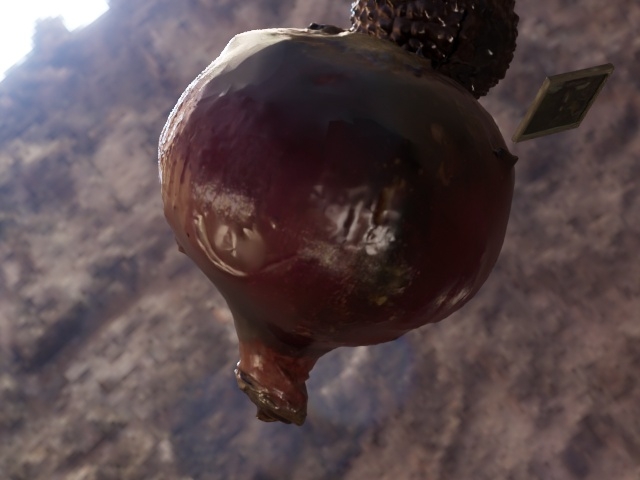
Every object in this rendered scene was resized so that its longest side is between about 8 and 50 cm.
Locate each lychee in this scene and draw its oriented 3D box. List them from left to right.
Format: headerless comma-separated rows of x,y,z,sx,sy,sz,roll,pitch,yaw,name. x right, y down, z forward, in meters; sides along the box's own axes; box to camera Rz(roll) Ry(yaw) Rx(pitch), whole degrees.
0.115,-0.227,1.702,0.188,0.188,0.188,-25,-146,18,lychee

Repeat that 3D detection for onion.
0.000,0.000,1.511,0.348,0.348,0.385,39,-64,57,onion

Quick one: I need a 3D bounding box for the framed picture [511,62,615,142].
0.194,-0.110,1.299,0.006,0.089,0.066,47,-51,25,framed picture
